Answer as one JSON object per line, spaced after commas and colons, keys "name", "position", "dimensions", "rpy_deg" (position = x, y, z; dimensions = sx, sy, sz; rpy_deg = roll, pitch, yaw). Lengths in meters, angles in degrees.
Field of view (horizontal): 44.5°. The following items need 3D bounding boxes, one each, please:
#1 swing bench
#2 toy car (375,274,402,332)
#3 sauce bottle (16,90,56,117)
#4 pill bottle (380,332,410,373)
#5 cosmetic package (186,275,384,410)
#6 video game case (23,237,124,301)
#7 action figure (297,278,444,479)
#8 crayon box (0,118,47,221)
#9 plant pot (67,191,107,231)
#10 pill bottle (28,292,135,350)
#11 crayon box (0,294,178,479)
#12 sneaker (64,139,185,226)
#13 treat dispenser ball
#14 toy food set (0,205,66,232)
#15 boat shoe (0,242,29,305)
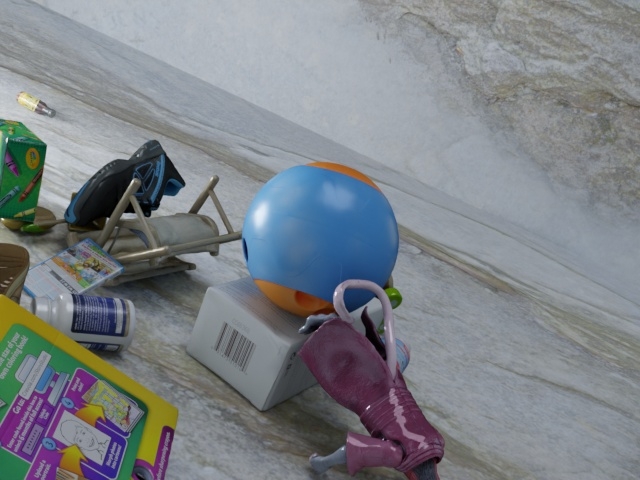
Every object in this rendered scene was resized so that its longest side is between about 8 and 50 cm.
{"name": "swing bench", "position": [-0.346, -0.007, 1.656], "dimensions": [0.253, 0.254, 0.165], "rpy_deg": [-13, 74, -56]}
{"name": "toy car", "position": [0.070, 0.128, 1.856], "dimensions": [0.188, 0.149, 0.155], "rpy_deg": [-1, 39, -25]}
{"name": "sauce bottle", "position": [-0.855, -0.408, 2.357], "dimensions": [0.128, 0.042, 0.042], "rpy_deg": [25, 21, 13]}
{"name": "pill bottle", "position": [0.141, 0.255, 1.666], "dimensions": [0.087, 0.087, 0.160], "rpy_deg": [27, 21, 13]}
{"name": "cosmetic package", "position": [-0.056, 0.173, 1.579], "dimensions": [0.217, 0.156, 0.385], "rpy_deg": [33, 22, 26]}
{"name": "video game case", "position": [-0.481, 0.065, 1.505], "dimensions": [0.119, 0.015, 0.166], "rpy_deg": [34, 49, 28]}
{"name": "action figure", "position": [0.125, 0.279, 1.309], "dimensions": [0.248, 0.276, 0.370], "rpy_deg": [-4, 48, -43]}
{"name": "crayon box", "position": [-0.667, -0.158, 1.678], "dimensions": [0.081, 0.166, 0.278], "rpy_deg": [6, 13, -33]}
{"name": "plant pot", "position": [-0.540, -0.071, 1.798], "dimensions": [0.081, 0.081, 0.083], "rpy_deg": [9, 13, -32]}
{"name": "pill bottle", "position": [-0.418, 0.141, 1.367], "dimensions": [0.169, 0.094, 0.094], "rpy_deg": [10, 24, -31]}
{"name": "crayon box", "position": [-0.355, 0.267, 0.984], "dimensions": [0.313, 0.106, 0.363], "rpy_deg": [36, 17, -15]}
{"name": "sneaker", "position": [-0.425, -0.110, 1.744], "dimensions": [0.140, 0.125, 0.341], "rpy_deg": [49, 39, -5]}
{"name": "treat dispenser ball", "position": [0.000, 0.000, 1.437], "dimensions": [0.288, 0.288, 0.288], "rpy_deg": [19, 21, -8]}
{"name": "toy food set", "position": [-0.646, -0.050, 1.706], "dimensions": [0.192, 0.039, 0.132], "rpy_deg": [19, 12, 23]}
{"name": "boat shoe", "position": [-0.558, 0.112, 1.281], "dimensions": [0.121, 0.110, 0.341], "rpy_deg": [6, 27, -9]}
